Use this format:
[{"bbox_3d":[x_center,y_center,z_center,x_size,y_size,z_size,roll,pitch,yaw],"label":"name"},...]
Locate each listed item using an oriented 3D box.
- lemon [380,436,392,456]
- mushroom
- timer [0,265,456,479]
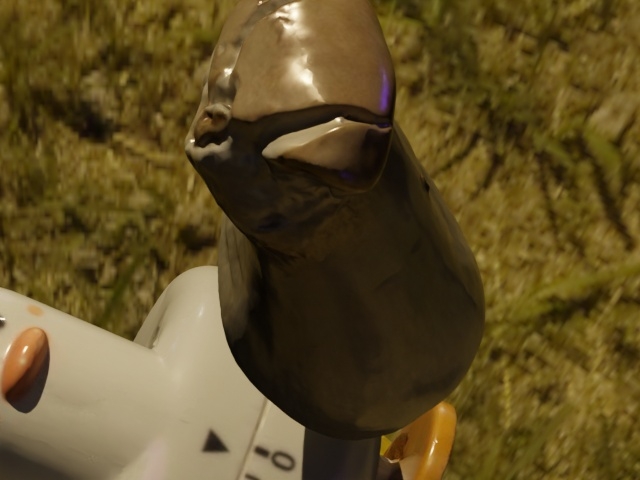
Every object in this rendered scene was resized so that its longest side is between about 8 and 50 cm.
[{"bbox_3d":[-0.039,0.229,1.013,0.253,0.253,0.310,12,47,-1],"label":"lemon"},{"bbox_3d":[0.000,0.000,0.594,0.093,0.225,0.116,-16,73,7],"label":"mushroom"},{"bbox_3d":[-0.083,0.116,0.790,0.240,0.233,0.233,25,64,-8],"label":"timer"}]
